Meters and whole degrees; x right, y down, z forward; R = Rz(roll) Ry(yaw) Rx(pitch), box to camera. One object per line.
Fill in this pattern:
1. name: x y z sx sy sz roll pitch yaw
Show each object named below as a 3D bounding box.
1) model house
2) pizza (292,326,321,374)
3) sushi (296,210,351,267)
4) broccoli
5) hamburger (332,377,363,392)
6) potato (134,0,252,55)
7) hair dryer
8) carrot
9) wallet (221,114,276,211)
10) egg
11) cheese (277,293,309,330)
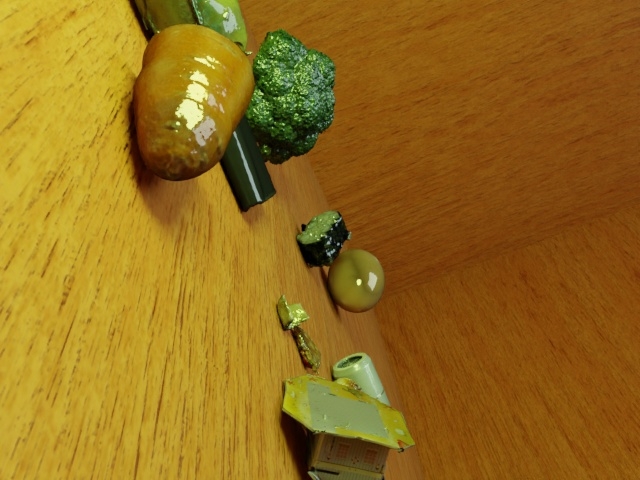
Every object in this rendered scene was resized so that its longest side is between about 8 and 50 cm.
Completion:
1. model house: 0.022 0.325 0.897 0.219 0.207 0.136 -133 -123 -81
2. pizza: -0.034 0.215 1.145 0.099 0.029 0.100 59 6 -14
3. sushi: 0.000 0.000 1.704 0.212 0.147 0.115 -63 140 -58
4. broccoli: -0.112 -0.367 1.433 0.283 0.321 0.304 25 -12 37
5. hamburger: 0.062 0.358 1.206 0.141 0.081 0.126 59 11 -52
6. potato: -0.216 -0.388 0.924 0.143 0.169 0.248 29 -39 49
7. hair dryer: 0.094 0.368 1.514 0.357 0.107 0.173 -143 -148 -85
8. carrot: -0.168 -0.154 0.715 0.159 0.159 0.225 63 19 -45
9. wallet: -0.199 -0.265 1.150 0.228 0.062 0.406 -81 150 -79
10. egg: 0.123 0.144 1.917 0.244 0.201 0.201 -96 164 -61
11. cheese: -0.058 0.143 1.090 0.084 0.041 0.060 22 37 -60
